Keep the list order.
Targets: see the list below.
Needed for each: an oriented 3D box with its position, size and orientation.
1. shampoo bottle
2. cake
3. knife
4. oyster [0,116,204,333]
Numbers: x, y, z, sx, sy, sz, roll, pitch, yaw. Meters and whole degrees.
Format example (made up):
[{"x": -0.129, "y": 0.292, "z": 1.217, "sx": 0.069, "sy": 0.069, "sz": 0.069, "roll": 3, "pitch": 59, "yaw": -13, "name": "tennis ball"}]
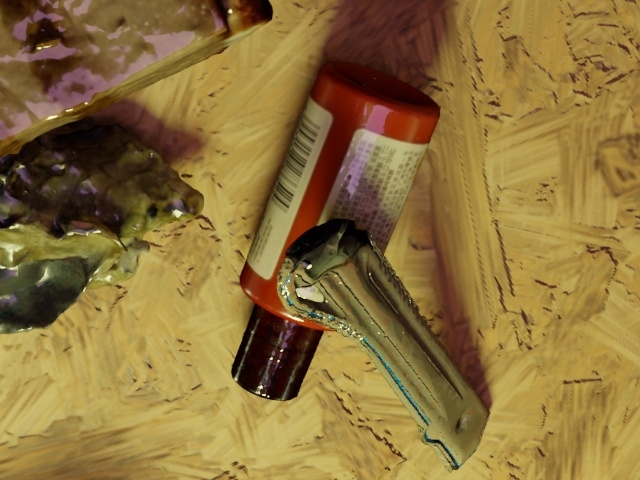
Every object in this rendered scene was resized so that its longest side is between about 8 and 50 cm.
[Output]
[{"x": 0.000, "y": 0.000, "z": 1.539, "sx": 0.104, "sy": 0.104, "sz": 0.278, "roll": 18, "pitch": 106, "yaw": -14, "name": "shampoo bottle"}, {"x": -0.179, "y": -0.189, "z": 1.370, "sx": 0.293, "sy": 0.196, "sz": 0.198, "roll": -26, "pitch": 92, "yaw": -2, "name": "cake"}, {"x": 0.056, "y": 0.088, "z": 1.541, "sx": 0.089, "sy": 0.043, "sz": 0.365, "roll": -47, "pitch": 139, "yaw": -7, "name": "knife"}, {"x": -0.277, "y": 0.009, "z": 1.511, "sx": 0.361, "sy": 0.096, "sz": 0.221, "roll": 4, "pitch": 116, "yaw": -8, "name": "oyster"}]
